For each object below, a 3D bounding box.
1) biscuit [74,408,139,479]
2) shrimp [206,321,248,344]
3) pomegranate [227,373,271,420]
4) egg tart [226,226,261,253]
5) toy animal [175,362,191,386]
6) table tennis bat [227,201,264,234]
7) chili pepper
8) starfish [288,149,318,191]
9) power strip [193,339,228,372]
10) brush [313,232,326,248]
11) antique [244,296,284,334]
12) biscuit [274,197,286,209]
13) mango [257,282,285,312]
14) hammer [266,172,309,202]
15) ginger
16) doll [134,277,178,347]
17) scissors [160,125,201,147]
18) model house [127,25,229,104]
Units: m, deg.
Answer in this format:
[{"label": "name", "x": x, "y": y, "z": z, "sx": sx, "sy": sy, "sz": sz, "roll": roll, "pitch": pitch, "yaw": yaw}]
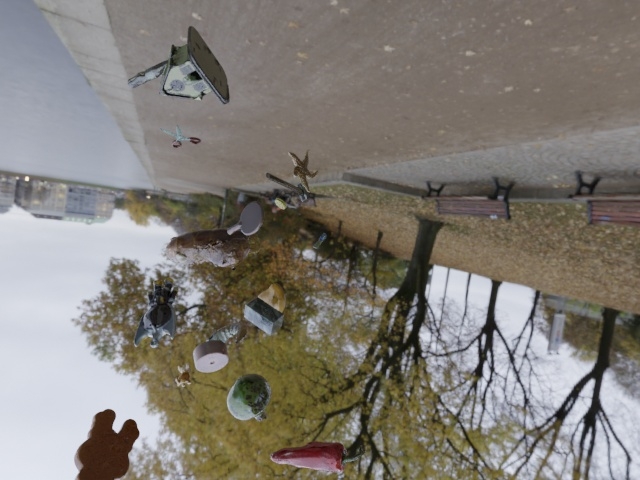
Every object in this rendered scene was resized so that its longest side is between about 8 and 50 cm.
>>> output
[{"label": "biscuit", "x": -0.806, "y": 0.800, "z": 1.501, "sx": 0.202, "sy": 0.047, "sz": 0.333, "roll": 38, "pitch": -161, "yaw": -24}, {"label": "shrimp", "x": -0.475, "y": 0.508, "z": 2.169, "sx": 0.287, "sy": 0.068, "sz": 0.185, "roll": -10, "pitch": -154, "yaw": 40}, {"label": "pomegranate", "x": -0.391, "y": 0.887, "z": 2.244, "sx": 0.254, "sy": 0.270, "sz": 0.254, "roll": -28, "pitch": 173, "yaw": -4}, {"label": "egg tart", "x": -0.448, "y": -0.018, "z": 2.330, "sx": 0.241, "sy": 0.105, "sz": 0.241, "roll": 22, "pitch": -154, "yaw": -11}, {"label": "toy animal", "x": -0.492, "y": 0.475, "z": 1.433, "sx": 0.061, "sy": 0.083, "sz": 0.081, "roll": -30, "pitch": 142, "yaw": 17}, {"label": "table tennis bat", "x": -0.271, "y": -0.070, "z": 1.242, "sx": 0.170, "sy": 0.107, "sz": 0.119, "roll": -26, "pitch": 151, "yaw": 34}, {"label": "chili pepper", "x": -0.016, "y": 0.841, "z": 1.562, "sx": 0.388, "sy": 0.110, "sz": 0.110, "roll": -9, "pitch": 177, "yaw": 19}, {"label": "starfish", "x": -0.094, "y": -0.385, "z": 2.145, "sx": 0.062, "sy": 0.277, "sz": 0.236, "roll": -14, "pitch": 152, "yaw": 33}, {"label": "power strip", "x": -0.498, "y": 0.526, "z": 1.820, "sx": 0.154, "sy": 0.154, "sz": 0.078, "roll": 7, "pitch": -143, "yaw": -32}, {"label": "brush", "x": 0.000, "y": 0.001, "z": 2.724, "sx": 0.033, "sy": 0.030, "sz": 0.178, "roll": 28, "pitch": -145, "yaw": 7}, {"label": "antique", "x": -0.276, "y": 0.357, "z": 1.921, "sx": 0.183, "sy": 0.086, "sz": 0.088, "roll": 29, "pitch": -145, "yaw": 21}, {"label": "biscuit", "x": -0.247, "y": -0.228, "z": 2.487, "sx": 0.084, "sy": 0.023, "sz": 0.084, "roll": 31, "pitch": 156, "yaw": 15}, {"label": "mango", "x": -0.264, "y": 0.329, "z": 2.109, "sx": 0.109, "sy": 0.262, "sz": 0.157, "roll": -25, "pitch": -115, "yaw": -37}, {"label": "hammer", "x": -0.177, "y": -0.295, "z": 2.162, "sx": 0.044, "sy": 0.111, "sz": 0.365, "roll": -26, "pitch": 160, "yaw": 23}, {"label": "ginger", "x": -0.543, "y": 0.048, "z": 1.980, "sx": 0.419, "sy": 0.176, "sz": 0.254, "roll": -5, "pitch": -148, "yaw": -18}, {"label": "doll", "x": -0.643, "y": 0.284, "z": 1.591, "sx": 0.146, "sy": 0.103, "sz": 0.316, "roll": 5, "pitch": -134, "yaw": -18}, {"label": "scissors", "x": -0.675, "y": -0.496, "z": 1.917, "sx": 0.145, "sy": 0.017, "sz": 0.247, "roll": -11, "pitch": 175, "yaw": 1}, {"label": "model house", "x": -0.480, "y": -0.533, "z": 1.351, "sx": 0.279, "sy": 0.204, "sz": 0.218, "roll": -20, "pitch": 146, "yaw": 14}]
